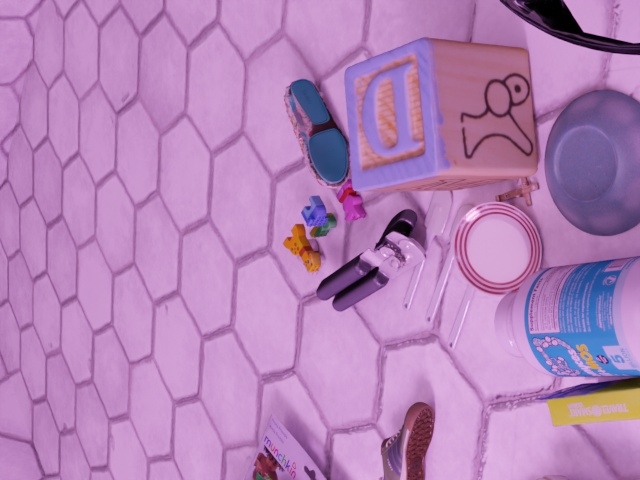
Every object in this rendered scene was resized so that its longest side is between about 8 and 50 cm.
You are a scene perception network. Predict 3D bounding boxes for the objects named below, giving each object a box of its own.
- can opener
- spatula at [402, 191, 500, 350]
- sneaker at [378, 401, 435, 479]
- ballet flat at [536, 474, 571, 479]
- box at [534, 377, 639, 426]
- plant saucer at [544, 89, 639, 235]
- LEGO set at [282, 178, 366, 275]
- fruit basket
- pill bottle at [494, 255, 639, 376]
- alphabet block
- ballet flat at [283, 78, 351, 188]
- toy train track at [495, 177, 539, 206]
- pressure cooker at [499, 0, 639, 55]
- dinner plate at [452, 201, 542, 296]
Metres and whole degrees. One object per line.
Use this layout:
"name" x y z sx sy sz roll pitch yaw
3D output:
"can opener" 0.091 0.044 1.628 0.074 0.093 0.280 37 141 -11
"spatula" 0.202 0.046 1.506 0.168 0.019 0.242 42 127 42
"sneaker" 0.135 0.350 1.600 0.086 0.064 0.192 25 118 45
"ballet flat" 0.319 0.410 1.338 0.342 0.116 0.124 120 150 -45
"box" 0.376 0.202 1.207 0.178 0.109 0.042 -21 79 54
"plant saucer" 0.360 -0.101 1.250 0.195 0.037 0.195 10 102 53
"LEGO set" 0.000 0.000 1.723 0.093 0.087 0.227 62 140 28
"fruit basket" -0.081 0.577 1.856 0.327 0.165 0.353 44 125 42
"pill bottle" 0.346 0.100 1.203 0.264 0.146 0.146 -12 85 55
"alphabet block" 0.171 -0.173 1.360 0.193 0.197 0.193 -6 87 54
"ballet flat" -0.004 -0.185 1.721 0.077 0.091 0.241 104 152 -62
"toy train track" 0.283 -0.069 1.380 0.083 0.014 0.048 -20 79 54
"pressure cooker" 0.345 -0.401 0.956 0.370 0.375 0.421 -109 22 -75
"dinner plate" 0.260 0.012 1.394 0.141 0.017 0.141 7 103 33
